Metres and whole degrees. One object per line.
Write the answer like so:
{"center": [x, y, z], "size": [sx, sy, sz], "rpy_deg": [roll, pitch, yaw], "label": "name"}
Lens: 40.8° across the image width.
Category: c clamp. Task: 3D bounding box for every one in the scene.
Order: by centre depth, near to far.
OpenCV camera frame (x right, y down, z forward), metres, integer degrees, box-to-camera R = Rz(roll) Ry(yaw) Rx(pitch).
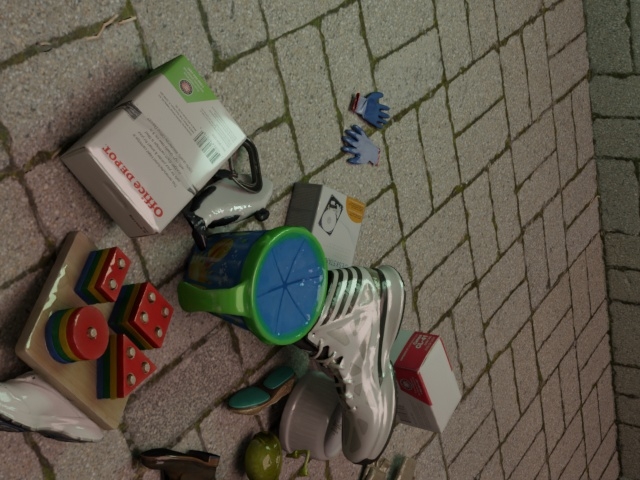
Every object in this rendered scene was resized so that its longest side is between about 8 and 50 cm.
{"center": [-0.172, -0.172, 1.753], "size": [0.137, 0.022, 0.161], "rpy_deg": [13, 56, -52], "label": "c clamp"}

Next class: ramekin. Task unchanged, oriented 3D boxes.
{"center": [0.001, 0.421, 2.037], "size": [0.207, 0.109, 0.207], "rpy_deg": [-40, 138, -48], "label": "ramekin"}

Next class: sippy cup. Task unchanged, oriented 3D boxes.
{"center": [-0.142, 0.077, 1.729], "size": [0.305, 0.224, 0.240], "rpy_deg": [39, 66, -48], "label": "sippy cup"}

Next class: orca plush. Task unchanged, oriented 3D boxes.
{"center": [-0.193, -0.046, 1.737], "size": [0.102, 0.151, 0.287], "rpy_deg": [-57, -176, 32], "label": "orca plush"}

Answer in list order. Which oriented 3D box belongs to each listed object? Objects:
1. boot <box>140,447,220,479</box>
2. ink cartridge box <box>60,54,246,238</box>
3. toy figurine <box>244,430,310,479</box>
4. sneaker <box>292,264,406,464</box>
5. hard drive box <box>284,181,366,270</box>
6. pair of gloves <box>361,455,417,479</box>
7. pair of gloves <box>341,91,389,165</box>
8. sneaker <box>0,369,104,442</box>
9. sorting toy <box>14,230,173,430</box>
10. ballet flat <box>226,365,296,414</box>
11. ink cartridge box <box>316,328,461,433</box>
{"center": [-0.287, 0.480, 1.739], "size": [0.219, 0.082, 0.106], "rpy_deg": [23, 76, -53], "label": "boot"}
{"center": [-0.294, -0.166, 1.541], "size": [0.198, 0.114, 0.273], "rpy_deg": [53, 56, -22], "label": "ink cartridge box"}
{"center": [-0.172, 0.604, 1.836], "size": [0.217, 0.191, 0.363], "rpy_deg": [9, 88, -47], "label": "toy figurine"}
{"center": [0.029, 0.271, 1.875], "size": [0.257, 0.169, 0.448], "rpy_deg": [3, 93, -30], "label": "sneaker"}
{"center": [0.000, 0.000, 2.006], "size": [0.181, 0.089, 0.232], "rpy_deg": [19, 83, -51], "label": "hard drive box"}
{"center": [0.177, 0.699, 2.407], "size": [0.240, 0.042, 0.204], "rpy_deg": [19, 85, -50], "label": "pair of gloves"}
{"center": [0.115, -0.282, 2.152], "size": [0.159, 0.023, 0.198], "rpy_deg": [16, 85, -54], "label": "pair of gloves"}
{"center": [-0.481, 0.264, 1.453], "size": [0.297, 0.111, 0.129], "rpy_deg": [34, 59, -56], "label": "sneaker"}
{"center": [-0.370, 0.154, 1.497], "size": [0.257, 0.089, 0.255], "rpy_deg": [57, 34, -41], "label": "sorting toy"}
{"center": [-0.128, 0.353, 1.931], "size": [0.206, 0.073, 0.067], "rpy_deg": [-24, 129, -44], "label": "ballet flat"}
{"center": [0.163, 0.325, 2.100], "size": [0.131, 0.306, 0.226], "rpy_deg": [-51, 133, -34], "label": "ink cartridge box"}
